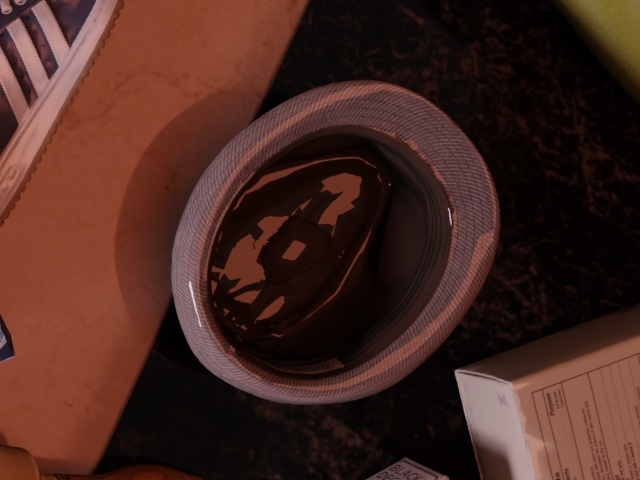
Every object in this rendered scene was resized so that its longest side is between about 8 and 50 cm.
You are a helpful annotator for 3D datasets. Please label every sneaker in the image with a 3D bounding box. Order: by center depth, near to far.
[{"bbox_3d":[-0.257,-0.155,1.359,0.153,0.099,0.282,28,86,-23],"label":"sneaker"}]

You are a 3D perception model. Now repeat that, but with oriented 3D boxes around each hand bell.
[{"bbox_3d":[-0.202,0.198,1.420,0.242,0.126,0.126,5,92,-36],"label":"hand bell"}]

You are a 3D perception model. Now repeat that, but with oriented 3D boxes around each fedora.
[{"bbox_3d":[0.000,0.000,1.459,0.244,0.124,0.275,40,87,-17],"label":"fedora"}]

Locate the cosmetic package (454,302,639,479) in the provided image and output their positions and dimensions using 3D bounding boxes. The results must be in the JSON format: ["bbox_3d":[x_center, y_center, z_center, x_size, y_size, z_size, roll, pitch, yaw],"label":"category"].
[{"bbox_3d":[0.293,0.146,1.596,0.309,0.113,0.160,-16,99,-20],"label":"cosmetic package"}]

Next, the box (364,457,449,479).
[{"bbox_3d":[0.001,0.326,1.501,0.290,0.087,0.169,-26,103,-19],"label":"box"}]

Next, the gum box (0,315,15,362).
[{"bbox_3d":[-0.337,0.037,1.326,0.157,0.041,0.184,-23,119,-5],"label":"gum box"}]

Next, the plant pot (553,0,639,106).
[{"bbox_3d":[0.294,-0.255,1.511,0.275,0.275,0.293,-34,122,-17],"label":"plant pot"}]
